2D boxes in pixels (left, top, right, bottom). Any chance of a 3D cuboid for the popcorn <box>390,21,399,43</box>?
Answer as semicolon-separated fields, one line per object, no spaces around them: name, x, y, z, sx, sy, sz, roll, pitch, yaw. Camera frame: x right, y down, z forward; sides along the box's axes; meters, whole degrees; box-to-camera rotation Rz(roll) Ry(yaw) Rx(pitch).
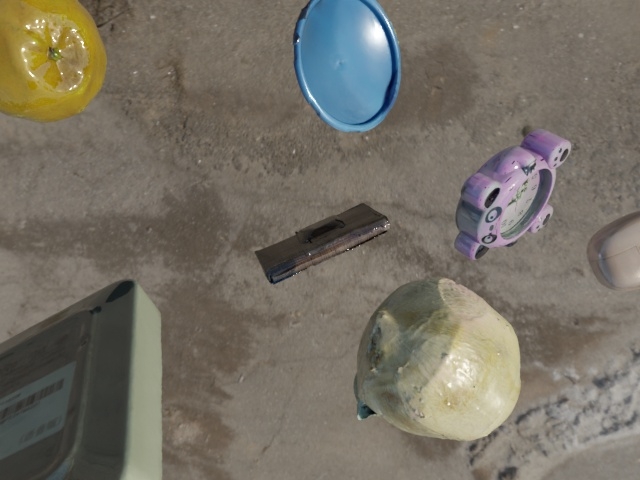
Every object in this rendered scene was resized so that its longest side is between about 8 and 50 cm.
popcorn;0.123;-0.602;1.644;0.200;0.226;0.203;-42;81;-3

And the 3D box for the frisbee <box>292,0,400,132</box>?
frisbee;0.044;-0.305;0.908;0.242;0.045;0.242;-6;99;-38

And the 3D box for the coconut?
coconut;0.128;0.136;0.621;0.194;0.194;0.195;1;114;1

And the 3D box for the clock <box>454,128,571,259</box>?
clock;0.373;-0.084;1.058;0.247;0.090;0.228;-30;137;-24

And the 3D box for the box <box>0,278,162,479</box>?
box;-0.367;0.238;0.641;0.367;0.373;0.091;-28;126;1

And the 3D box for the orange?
orange;-0.570;-0.376;1.068;0.278;0.235;0.279;-11;109;-32

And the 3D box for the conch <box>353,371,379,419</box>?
conch;0.141;0.346;1.231;0.135;0.153;0.102;-28;131;34

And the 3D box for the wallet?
wallet;0.000;0.000;0.942;0.230;0.124;0.042;-27;115;-8

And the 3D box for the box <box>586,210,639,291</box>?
box;0.645;0.019;1.086;0.200;0.088;0.146;-24;87;-6
